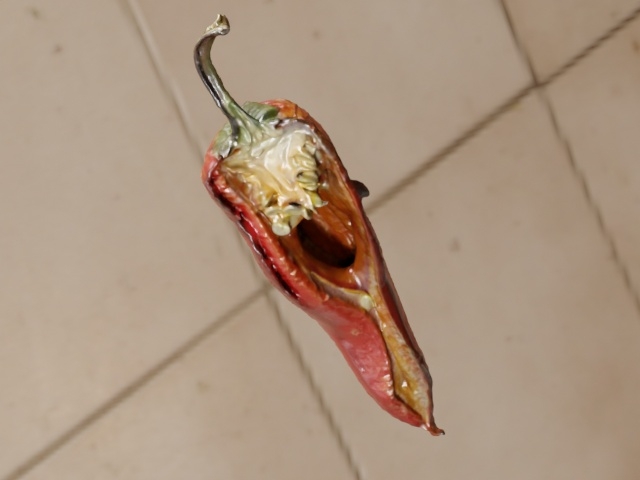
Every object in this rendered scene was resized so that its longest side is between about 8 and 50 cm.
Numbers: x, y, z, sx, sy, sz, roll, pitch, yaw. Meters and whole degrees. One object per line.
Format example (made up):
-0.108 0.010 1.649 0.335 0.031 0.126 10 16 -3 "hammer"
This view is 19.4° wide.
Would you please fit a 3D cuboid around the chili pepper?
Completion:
0.000 0.000 0.839 0.268 0.059 0.050 57 0 -42 "chili pepper"
